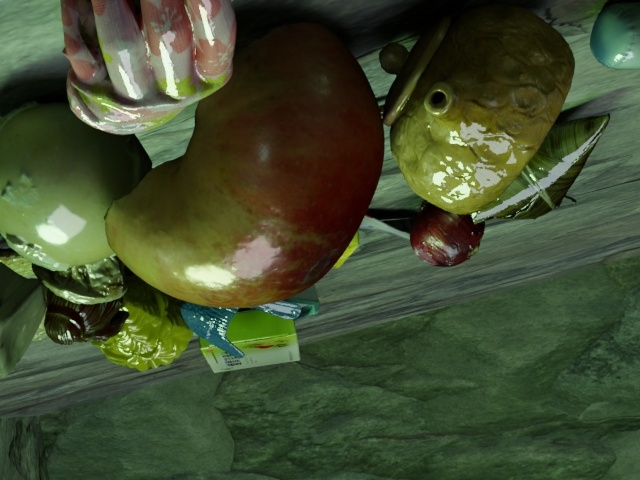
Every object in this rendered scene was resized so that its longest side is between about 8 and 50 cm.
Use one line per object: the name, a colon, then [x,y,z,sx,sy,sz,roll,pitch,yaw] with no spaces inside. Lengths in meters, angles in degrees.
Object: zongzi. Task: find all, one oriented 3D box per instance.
zongzi: [0.348,-0.109,1.550,0.241,0.111,0.247,-27,167,32]

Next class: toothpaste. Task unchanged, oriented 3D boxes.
toothpaste: [0.138,-0.023,1.875,0.301,0.048,0.075,7,-174,-41]

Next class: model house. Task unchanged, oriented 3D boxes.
model house: [-0.453,0.069,1.430,0.122,0.188,0.229,-48,176,-19]

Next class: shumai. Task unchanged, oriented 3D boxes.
shumai: [-0.315,0.011,1.452,0.145,0.145,0.116,-4,129,-33]

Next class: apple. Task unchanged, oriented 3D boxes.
apple: [-0.040,-0.040,1.020,0.293,0.163,0.251,-48,163,18]

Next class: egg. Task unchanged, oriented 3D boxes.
egg: [-0.244,-0.055,1.053,0.164,0.164,0.201,-13,166,6]

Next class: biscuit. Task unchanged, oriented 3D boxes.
biscuit: [-0.451,0.036,1.626,0.203,0.016,0.144,-6,167,-29]

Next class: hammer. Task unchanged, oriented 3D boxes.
hammer: [0.357,-0.232,1.060,0.116,0.070,0.194,-5,162,-25]

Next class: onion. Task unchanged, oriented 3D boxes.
onion: [0.210,-0.017,1.804,0.131,0.131,0.131,-11,168,-2]

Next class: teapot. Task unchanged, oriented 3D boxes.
teapot: [0.130,-0.142,1.052,0.203,0.167,0.311,-59,-177,14]

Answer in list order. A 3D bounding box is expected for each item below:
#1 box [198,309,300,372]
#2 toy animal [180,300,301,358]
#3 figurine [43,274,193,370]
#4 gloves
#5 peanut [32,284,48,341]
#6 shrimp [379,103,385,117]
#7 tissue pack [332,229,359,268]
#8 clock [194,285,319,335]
box: [-0.130,0.188,2.045,0.175,0.062,0.260,-8,164,-2]
toy animal: [-0.163,0.081,1.806,0.255,0.239,0.176,26,-149,13]
figurine: [-0.341,0.105,1.757,0.168,0.187,0.315,-48,162,-4]
gloves: [-0.121,-0.154,0.815,0.145,0.126,0.241,-3,174,-19]
peanut: [-0.475,0.121,1.857,0.099,0.100,0.214,-13,174,6]
shrimp: [0.052,-0.142,1.278,0.114,0.023,0.083,-11,173,23]
tissue pack: [0.000,0.000,1.768,0.095,0.062,0.176,1,165,-11]
clock: [-0.172,0.111,2.074,0.262,0.116,0.231,-22,160,35]
